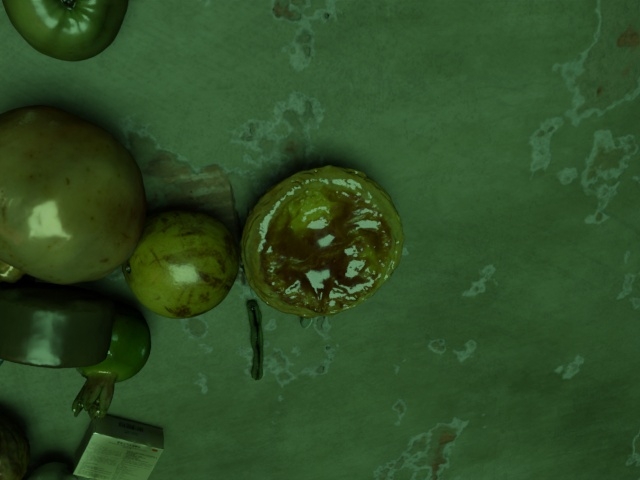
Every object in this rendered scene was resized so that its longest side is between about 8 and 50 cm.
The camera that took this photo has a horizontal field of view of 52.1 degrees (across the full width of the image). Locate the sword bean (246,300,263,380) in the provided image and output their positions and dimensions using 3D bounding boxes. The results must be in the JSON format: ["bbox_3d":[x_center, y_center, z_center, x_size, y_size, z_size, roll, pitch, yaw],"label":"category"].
[{"bbox_3d":[-0.186,0.293,1.891,0.043,0.038,0.269,-9,119,-16],"label":"sword bean"}]

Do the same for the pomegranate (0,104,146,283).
[{"bbox_3d":[-0.581,-0.076,1.415,0.411,0.411,0.412,-6,117,-11],"label":"pomegranate"}]

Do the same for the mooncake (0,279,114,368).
[{"bbox_3d":[-0.601,0.175,1.448,0.284,0.284,0.156,9,91,-18],"label":"mooncake"}]

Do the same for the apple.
[{"bbox_3d":[-0.509,-0.494,1.315,0.262,0.262,0.262,-6,117,-11],"label":"apple"}]

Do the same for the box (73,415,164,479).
[{"bbox_3d":[-0.588,0.615,1.916,0.212,0.095,0.168,23,110,-24],"label":"box"}]

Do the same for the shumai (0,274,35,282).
[{"bbox_3d":[-0.806,0.048,1.556,0.225,0.222,0.260,-39,150,18],"label":"shumai"}]

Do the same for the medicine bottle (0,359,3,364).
[{"bbox_3d":[-0.830,0.232,1.690,0.090,0.054,0.209,26,103,-23],"label":"medicine bottle"}]

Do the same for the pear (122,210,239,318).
[{"bbox_3d":[-0.342,0.056,1.606,0.280,0.281,0.281,-6,117,-11],"label":"pear"}]

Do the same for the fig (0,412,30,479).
[{"bbox_3d":[-0.916,0.507,1.741,0.286,0.286,0.369,4,83,-16],"label":"fig"}]

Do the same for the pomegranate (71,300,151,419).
[{"bbox_3d":[-0.548,0.298,1.660,0.235,0.302,0.236,-4,142,-3],"label":"pomegranate"}]

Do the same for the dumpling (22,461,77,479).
[{"bbox_3d":[-0.818,0.719,1.856,0.242,0.187,0.318,8,154,-3],"label":"dumpling"}]

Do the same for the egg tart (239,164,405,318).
[{"bbox_3d":[0.000,0.000,1.714,0.443,0.178,0.443,-6,119,-10],"label":"egg tart"}]

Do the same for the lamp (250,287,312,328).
[{"bbox_3d":[-0.110,0.181,1.849,0.198,0.056,0.050,31,108,-22],"label":"lamp"}]
